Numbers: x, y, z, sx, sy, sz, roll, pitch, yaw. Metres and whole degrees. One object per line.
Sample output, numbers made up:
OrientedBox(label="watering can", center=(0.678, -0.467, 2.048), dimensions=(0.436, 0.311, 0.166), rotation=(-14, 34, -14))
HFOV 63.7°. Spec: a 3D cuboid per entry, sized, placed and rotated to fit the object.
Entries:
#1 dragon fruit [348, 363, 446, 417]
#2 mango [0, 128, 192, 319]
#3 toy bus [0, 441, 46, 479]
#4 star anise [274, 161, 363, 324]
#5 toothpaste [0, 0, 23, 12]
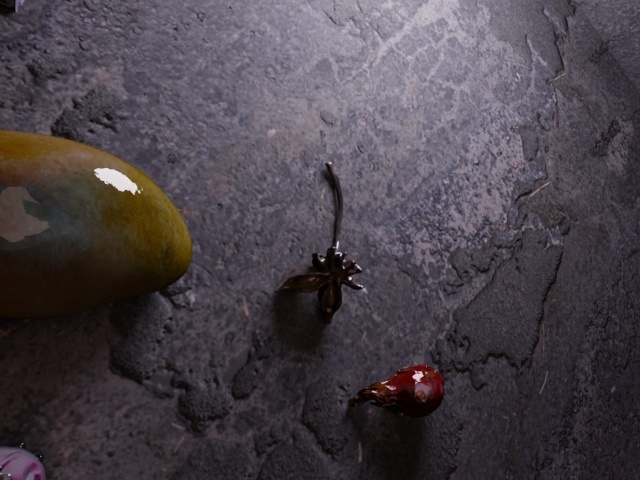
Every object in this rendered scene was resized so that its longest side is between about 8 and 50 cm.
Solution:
OrientedBox(label="dragon fruit", center=(0.142, 0.272, 0.902), dimensions=(0.191, 0.094, 0.094), rotation=(-4, 80, -27))
OrientedBox(label="mango", center=(-0.324, -0.012, 0.627), dimensions=(0.384, 0.199, 0.221), rotation=(16, 65, -41))
OrientedBox(label="toy bus", center=(-0.466, 0.278, 0.480), dimensions=(0.387, 0.162, 0.170), rotation=(13, 70, -29))
OrientedBox(label="star anise", center=(0.000, 0.000, 0.924), dimensions=(0.149, 0.218, 0.227), rotation=(3, 30, -2))
OrientedBox(label="toothpaste", center=(-0.506, -0.377, 0.689), dimensions=(0.197, 0.047, 0.040), rotation=(20, 72, -26))
